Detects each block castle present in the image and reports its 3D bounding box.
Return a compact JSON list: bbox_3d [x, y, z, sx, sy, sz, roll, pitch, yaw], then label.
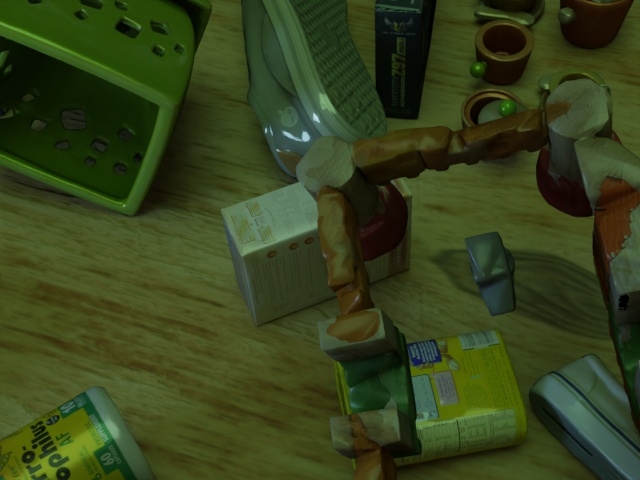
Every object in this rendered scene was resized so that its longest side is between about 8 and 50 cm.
[{"bbox_3d":[0.160,0.114,0.866,0.303,0.213,0.453,-13,69,12],"label":"block castle"}]

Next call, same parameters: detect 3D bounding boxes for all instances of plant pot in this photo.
[{"bbox_3d":[-0.256,-0.198,1.156,0.228,0.227,0.207,24,52,-9],"label":"plant pot"}]

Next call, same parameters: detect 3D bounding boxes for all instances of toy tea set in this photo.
[{"bbox_3d":[0.274,-0.243,1.238,0.200,0.124,0.336,10,57,10],"label":"toy tea set"}]

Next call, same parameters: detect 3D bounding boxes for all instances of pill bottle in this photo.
[{"bbox_3d":[-0.270,0.236,0.956,0.208,0.117,0.117,-29,60,-15],"label":"pill bottle"}]

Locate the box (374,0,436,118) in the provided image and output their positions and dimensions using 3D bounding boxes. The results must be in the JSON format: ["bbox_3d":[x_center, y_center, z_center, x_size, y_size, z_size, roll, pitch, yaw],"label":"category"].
[{"bbox_3d":[0.108,-0.295,1.249,0.059,0.183,0.233,6,58,7],"label":"box"}]

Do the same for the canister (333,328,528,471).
[{"bbox_3d":[0.107,0.158,1.013,0.170,0.073,0.126,-9,56,-4],"label":"canister"}]

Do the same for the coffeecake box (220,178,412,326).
[{"bbox_3d":[0.000,0.000,1.082,0.185,0.142,0.068,-20,57,-10],"label":"coffeecake box"}]

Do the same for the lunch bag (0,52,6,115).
[{"bbox_3d":[-0.407,-0.255,1.271,0.096,0.151,0.129,21,59,17],"label":"lunch bag"}]

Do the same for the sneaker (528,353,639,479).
[{"bbox_3d":[0.313,0.204,0.957,0.091,0.094,0.258,-34,60,-13],"label":"sneaker"}]

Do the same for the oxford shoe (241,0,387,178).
[{"bbox_3d":[-0.041,-0.253,1.262,0.169,0.130,0.449,19,43,-39],"label":"oxford shoe"}]
